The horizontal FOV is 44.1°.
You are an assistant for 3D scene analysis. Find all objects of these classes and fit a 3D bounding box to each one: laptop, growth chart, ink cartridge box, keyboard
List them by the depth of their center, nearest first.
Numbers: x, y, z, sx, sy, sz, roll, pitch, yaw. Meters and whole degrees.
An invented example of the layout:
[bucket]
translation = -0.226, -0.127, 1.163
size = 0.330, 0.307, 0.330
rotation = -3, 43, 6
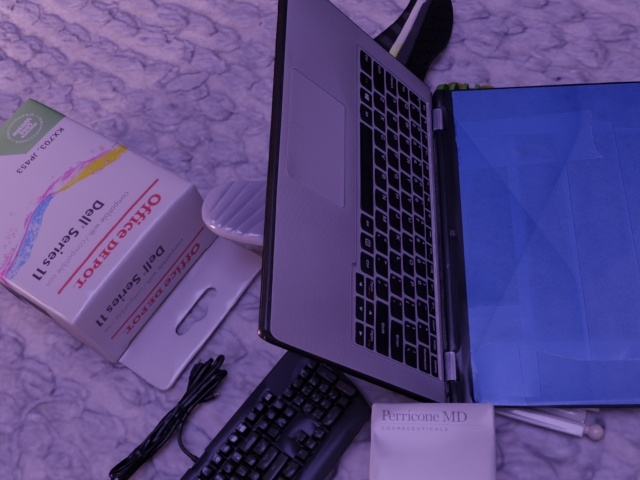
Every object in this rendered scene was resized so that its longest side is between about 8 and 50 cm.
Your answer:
[laptop]
translation = 0.171, -0.054, 0.754
size = 0.236, 0.408, 0.382
rotation = -20, 56, 36
[keyboard]
translation = -0.111, 0.229, 0.787
size = 0.201, 0.033, 0.317
rotation = 27, 64, 30
[growth chart]
translation = 0.246, 0.087, 0.815
size = 0.172, 0.021, 0.237
rotation = 21, 66, 23
[ink cartridge box]
translation = -0.265, -0.004, 0.918
size = 0.353, 0.119, 0.207
rotation = 27, 68, 25

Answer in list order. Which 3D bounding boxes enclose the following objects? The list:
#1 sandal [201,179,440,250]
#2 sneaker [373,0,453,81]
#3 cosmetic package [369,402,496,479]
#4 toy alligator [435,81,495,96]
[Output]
[sandal]
translation = 0.001, -0.009, 0.886
size = 0.265, 0.076, 0.102
rotation = 10, 59, 0
[sneaker]
translation = 0.093, -0.253, 1.011
size = 0.097, 0.084, 0.234
rotation = 11, 57, 31
[cosmetic package]
translation = 0.101, 0.265, 0.704
size = 0.117, 0.085, 0.231
rotation = -2, 61, 9
[toy alligator]
translation = 0.204, -0.165, 0.954
size = 0.190, 0.051, 0.056
rotation = 9, 63, 17
